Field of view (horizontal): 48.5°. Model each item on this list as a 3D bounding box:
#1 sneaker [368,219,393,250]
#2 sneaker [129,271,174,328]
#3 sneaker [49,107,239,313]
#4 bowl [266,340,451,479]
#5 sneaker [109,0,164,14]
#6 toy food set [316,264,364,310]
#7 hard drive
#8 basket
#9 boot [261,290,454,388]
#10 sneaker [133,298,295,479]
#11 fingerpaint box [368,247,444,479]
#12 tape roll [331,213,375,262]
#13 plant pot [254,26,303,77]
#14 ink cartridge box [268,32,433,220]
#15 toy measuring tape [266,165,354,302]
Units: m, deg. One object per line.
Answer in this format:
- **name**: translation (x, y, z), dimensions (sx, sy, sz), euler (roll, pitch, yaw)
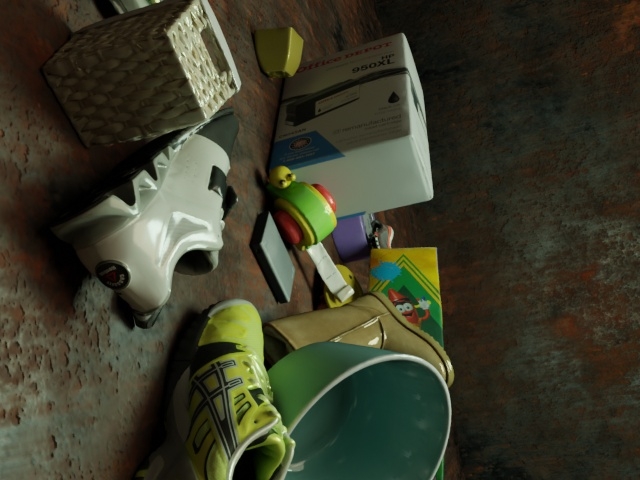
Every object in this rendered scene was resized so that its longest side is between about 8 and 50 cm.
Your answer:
- **sneaker**: translation (0.135, 0.014, 1.702), dimensions (0.065, 0.061, 0.158), euler (36, 35, -27)
- **sneaker**: translation (-0.190, 0.052, 0.808), dimensions (0.119, 0.047, 0.057), euler (-80, 176, -52)
- **sneaker**: translation (-0.159, -0.039, 0.796), dimensions (0.146, 0.122, 0.330), euler (58, 30, -20)
- **bowl**: translation (0.011, 0.264, 0.974), dimensions (0.163, 0.311, 0.312), euler (29, -31, 49)
- **sneaker**: translation (-0.166, -0.428, 0.978), dimensions (0.158, 0.182, 0.410), euler (62, 21, -44)
- **toy food set**: translation (0.030, 0.145, 1.491), dimensions (0.128, 0.071, 0.218), euler (42, 30, -25)
- **hard drive**: translation (-0.081, 0.030, 1.238), dimensions (0.094, 0.022, 0.135), euler (-82, 155, -52)
- **basket**: translation (-0.187, -0.173, 0.748), dimensions (0.103, 0.167, 0.113), euler (-72, 147, -50)
- **boot**: translation (0.062, 0.196, 1.163), dimensions (0.236, 0.089, 0.269), euler (42, 33, 27)
- **sneaker**: translation (-0.095, 0.214, 0.808), dimensions (0.385, 0.147, 0.145), euler (-85, 156, -51)
- **fingerpaint box**: translation (0.194, 0.299, 1.584), dimensions (0.371, 0.163, 0.445), euler (-82, 168, -53)
- **tape roll**: translation (0.084, -0.043, 1.783), dimensions (0.189, 0.080, 0.189), euler (-11, 90, -74)
- **plant pot**: translation (-0.085, -0.376, 1.440), dimensions (0.081, 0.081, 0.083), euler (12, 79, -74)
- **ink cartridge box**: translation (0.067, -0.236, 1.477), dimensions (0.395, 0.285, 0.166), euler (-86, 158, -47)
- **toy measuring tape**: translation (0.000, 0.000, 1.329), dimensions (0.330, 0.121, 0.121), euler (60, 22, -28)
